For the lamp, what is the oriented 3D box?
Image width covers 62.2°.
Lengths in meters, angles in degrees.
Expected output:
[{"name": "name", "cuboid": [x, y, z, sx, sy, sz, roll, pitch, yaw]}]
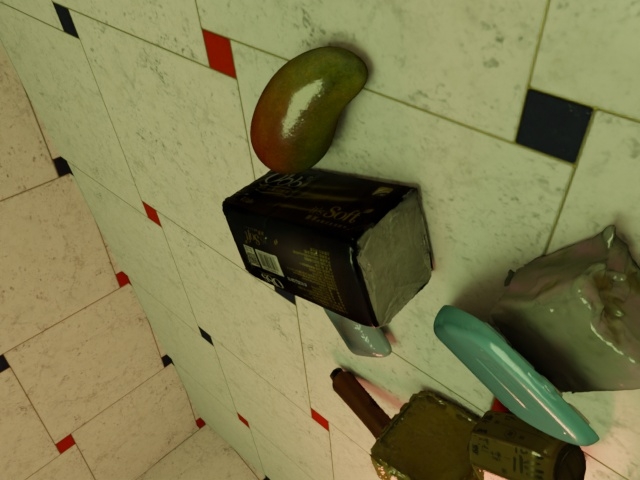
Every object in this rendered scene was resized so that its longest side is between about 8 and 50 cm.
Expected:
[{"name": "lamp", "cuboid": [0.383, 0.407, 0.998, 0.185, 0.161, 0.161, 0, 124, 55]}]

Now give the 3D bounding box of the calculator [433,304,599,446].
[{"name": "calculator", "cuboid": [0.284, 0.202, 0.833, 0.256, 0.054, 0.386, 46, 176, 8]}]

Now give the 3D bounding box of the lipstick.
[{"name": "lipstick", "cuboid": [0.155, 0.476, 1.361, 0.418, 0.077, 0.077, 42, 152, 43]}]

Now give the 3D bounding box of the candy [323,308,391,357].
[{"name": "candy", "cuboid": [0.080, 0.197, 1.237, 0.138, 0.071, 0.174, -11, 114, 56]}]

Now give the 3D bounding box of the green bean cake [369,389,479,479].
[{"name": "green bean cake", "cuboid": [0.250, 0.480, 1.176, 0.224, 0.230, 0.131, 29, 150, 36]}]

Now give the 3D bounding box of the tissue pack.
[{"name": "tissue pack", "cuboid": [0.000, 0.000, 1.003, 0.370, 0.198, 0.210, 17, 139, 43]}]

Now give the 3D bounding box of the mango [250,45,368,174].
[{"name": "mango", "cuboid": [-0.036, -0.214, 0.894, 0.146, 0.129, 0.289, 46, 141, 10]}]

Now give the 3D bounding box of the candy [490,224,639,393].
[{"name": "candy", "cuboid": [0.352, 0.100, 0.718, 0.184, 0.137, 0.195, 51, 152, -1]}]
